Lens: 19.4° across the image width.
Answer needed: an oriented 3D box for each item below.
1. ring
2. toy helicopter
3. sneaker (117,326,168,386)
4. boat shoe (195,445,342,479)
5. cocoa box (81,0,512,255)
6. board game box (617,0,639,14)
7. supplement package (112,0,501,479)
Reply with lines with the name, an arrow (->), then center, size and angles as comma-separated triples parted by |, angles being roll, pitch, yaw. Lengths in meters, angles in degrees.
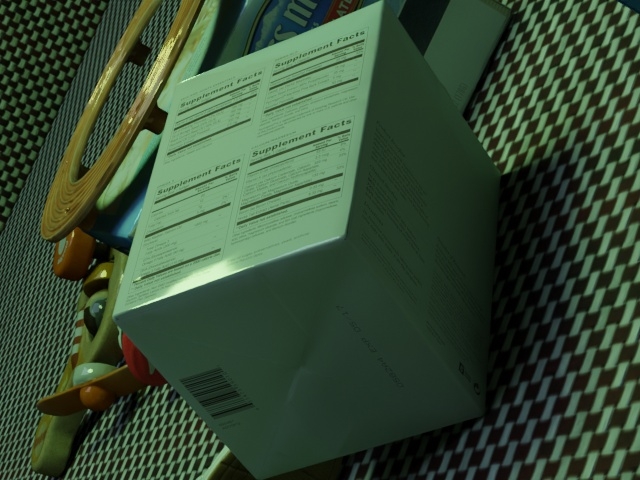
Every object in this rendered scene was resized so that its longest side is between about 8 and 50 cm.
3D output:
ring -> -0.162, -0.144, 1.699 | 0.336, 0.032, 0.336 | -55, 16, 25
toy helicopter -> -0.273, 0.154, 2.230 | 0.235, 0.140, 0.355 | -105, 34, -53
sneaker -> -0.129, 0.074, 1.931 | 0.279, 0.107, 0.118 | -51, 30, 39
boat shoe -> -0.072, 0.221, 1.548 | 0.277, 0.098, 0.096 | -58, 19, 16
cocoa box -> -0.030, -0.108, 1.705 | 0.347, 0.228, 0.231 | -64, 17, -6
board game box -> 0.226, -0.225, 1.193 | 0.160, 0.210, 0.047 | -51, 20, 29
supplement package -> 0.000, 0.000, 1.405 | 0.198, 0.199, 0.262 | -19, 38, 25
